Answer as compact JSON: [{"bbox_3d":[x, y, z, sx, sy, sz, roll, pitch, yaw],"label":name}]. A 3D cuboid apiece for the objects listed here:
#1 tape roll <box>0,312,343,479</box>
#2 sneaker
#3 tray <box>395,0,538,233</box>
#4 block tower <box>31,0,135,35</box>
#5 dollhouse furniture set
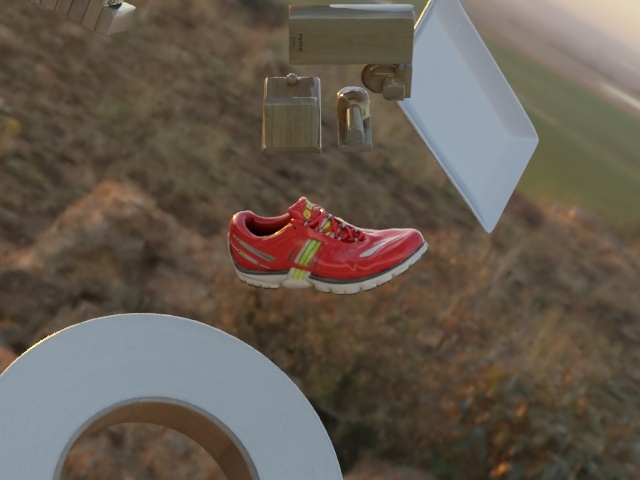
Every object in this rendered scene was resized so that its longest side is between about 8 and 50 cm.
[{"bbox_3d":[-0.164,0.261,1.435,0.392,0.072,0.392,9,62,-18],"label":"tape roll"},{"bbox_3d":[0.000,0.000,1.948,0.279,0.118,0.107,-2,26,23],"label":"sneaker"},{"bbox_3d":[0.151,-0.140,1.621,0.030,0.145,0.270,8,-30,40],"label":"tray"},{"bbox_3d":[-0.363,-0.341,1.672,0.336,0.097,0.091,25,16,2],"label":"block tower"},{"bbox_3d":[0.014,-0.180,1.433,0.144,0.151,0.123,0,39,0],"label":"dollhouse furniture set"}]
